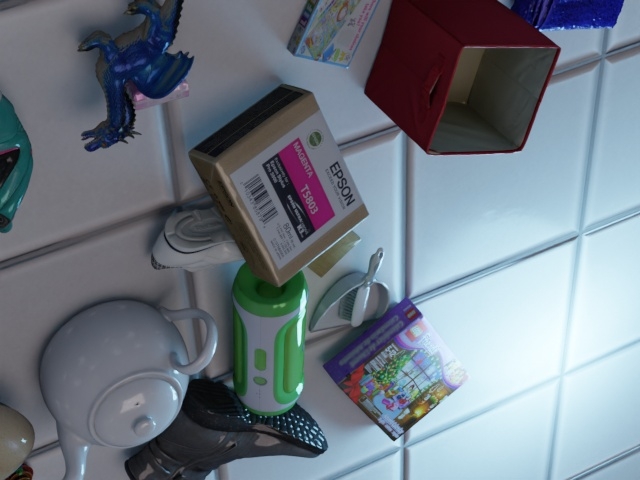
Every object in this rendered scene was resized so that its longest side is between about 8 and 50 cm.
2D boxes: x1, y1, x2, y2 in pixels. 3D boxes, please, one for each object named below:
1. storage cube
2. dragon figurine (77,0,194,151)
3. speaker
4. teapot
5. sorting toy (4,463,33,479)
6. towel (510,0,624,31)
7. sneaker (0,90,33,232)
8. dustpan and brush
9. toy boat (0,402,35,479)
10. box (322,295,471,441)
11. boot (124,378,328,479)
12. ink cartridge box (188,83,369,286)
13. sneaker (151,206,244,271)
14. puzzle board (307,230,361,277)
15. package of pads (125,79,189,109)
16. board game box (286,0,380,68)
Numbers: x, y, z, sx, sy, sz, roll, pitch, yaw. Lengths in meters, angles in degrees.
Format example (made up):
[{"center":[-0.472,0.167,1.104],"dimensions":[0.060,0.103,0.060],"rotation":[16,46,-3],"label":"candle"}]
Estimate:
[{"center":[0.210,-0.255,1.882],"dimensions":[0.215,0.193,0.184],"rotation":[-5,127,-32],"label":"storage cube"},{"center":[-0.219,-0.240,1.636],"dimensions":[0.289,0.085,0.144],"rotation":[-39,108,0],"label":"dragon figurine"},{"center":[-0.084,0.160,2.049],"dimensions":[0.131,0.131,0.297],"rotation":[-20,141,-20],"label":"speaker"},{"center":[-0.299,0.227,1.932],"dimensions":[0.252,0.187,0.256],"rotation":[-11,129,-28],"label":"teapot"},{"center":[-0.505,0.380,2.021],"dimensions":[0.102,0.042,0.061],"rotation":[24,109,-43],"label":"sorting toy"},{"center":[0.427,-0.468,1.942],"dimensions":[0.227,0.076,0.308],"rotation":[-7,128,-29],"label":"towel"},{"center":[-0.490,-0.059,1.622],"dimensions":[0.295,0.124,0.178],"rotation":[-40,127,-2],"label":"sneaker"},{"center":[0.071,0.085,2.159],"dimensions":[0.147,0.060,0.211],"rotation":[-9,129,-29],"label":"dustpan and brush"},{"center":[-0.549,0.250,1.831],"dimensions":[0.267,0.148,0.318],"rotation":[-3,133,-27],"label":"toy boat"},{"center":[0.149,0.246,2.333],"dimensions":[0.201,0.057,0.293],"rotation":[-40,142,0],"label":"box"},{"center":[-0.168,0.370,2.213],"dimensions":[0.338,0.118,0.223],"rotation":[23,115,-35],"label":"boot"},{"center":[-0.058,-0.082,1.849],"dimensions":[0.193,0.088,0.235],"rotation":[-38,121,-19],"label":"ink cartridge box"},{"center":[-0.151,0.001,1.937],"dimensions":[0.235,0.090,0.095],"rotation":[-2,143,-33],"label":"sneaker"},{"center":[0.000,0.000,2.079],"dimensions":[0.096,0.011,0.128],"rotation":[-44,136,6],"label":"puzzle board"},{"center":[-0.228,-0.210,1.721],"dimensions":[0.083,0.050,0.032],"rotation":[-18,133,-21],"label":"package of pads"},{"center":[0.027,-0.331,1.814],"dimensions":[0.103,0.026,0.154],"rotation":[8,119,-38],"label":"board game box"}]
